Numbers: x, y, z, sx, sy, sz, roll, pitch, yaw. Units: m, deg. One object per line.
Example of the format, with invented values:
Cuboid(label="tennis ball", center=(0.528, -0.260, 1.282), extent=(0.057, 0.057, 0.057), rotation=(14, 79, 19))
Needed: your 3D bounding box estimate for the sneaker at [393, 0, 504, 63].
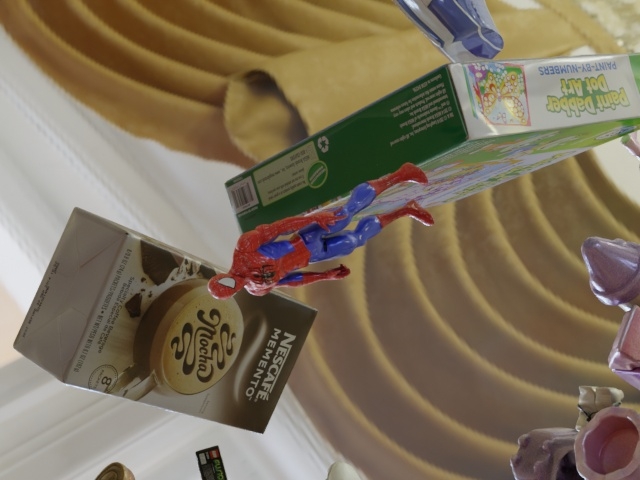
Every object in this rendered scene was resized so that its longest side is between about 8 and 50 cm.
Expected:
Cuboid(label="sneaker", center=(0.116, -0.345, 1.117), extent=(0.182, 0.127, 0.315), rotation=(-36, -109, 14))

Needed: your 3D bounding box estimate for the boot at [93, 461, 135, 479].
Cuboid(label="boot", center=(-0.259, 0.484, 1.639), extent=(0.109, 0.220, 0.283), rotation=(-6, -107, 54))

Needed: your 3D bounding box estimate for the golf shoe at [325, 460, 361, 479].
Cuboid(label="golf shoe", center=(0.065, 0.393, 1.647), extent=(0.086, 0.069, 0.176), rotation=(-60, -143, 30))

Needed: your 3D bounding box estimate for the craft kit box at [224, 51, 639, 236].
Cuboid(label="craft kit box", center=(0.097, -0.070, 0.813), extent=(0.250, 0.246, 0.061), rotation=(-22, -96, 50))

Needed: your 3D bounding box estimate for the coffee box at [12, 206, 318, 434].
Cuboid(label="coffee box", center=(-0.164, 0.097, 1.217), extent=(0.119, 0.297, 0.168), rotation=(21, -92, 45))

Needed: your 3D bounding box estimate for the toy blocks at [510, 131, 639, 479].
Cuboid(label="toy blocks", center=(0.276, 0.084, 0.896), extent=(0.260, 0.288, 0.309), rotation=(35, -20, -28))

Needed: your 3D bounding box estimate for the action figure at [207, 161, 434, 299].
Cuboid(label="action figure", center=(0.000, 0.000, 0.503), extent=(0.030, 0.115, 0.038), rotation=(45, -27, 48))

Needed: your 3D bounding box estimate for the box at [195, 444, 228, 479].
Cuboid(label="box", center=(-0.129, 0.403, 1.514), extent=(0.114, 0.036, 0.207), rotation=(88, -15, -56))
